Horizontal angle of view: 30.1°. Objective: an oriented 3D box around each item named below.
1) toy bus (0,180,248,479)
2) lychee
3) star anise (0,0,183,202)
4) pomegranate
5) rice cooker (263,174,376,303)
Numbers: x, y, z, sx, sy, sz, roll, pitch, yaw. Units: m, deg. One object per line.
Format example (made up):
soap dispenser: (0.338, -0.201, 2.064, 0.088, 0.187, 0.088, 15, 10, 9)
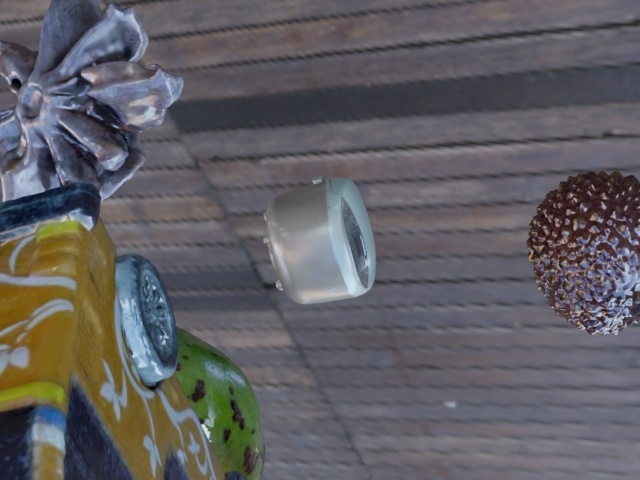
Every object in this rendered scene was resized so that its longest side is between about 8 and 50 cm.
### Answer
toy bus: (-0.116, 0.160, 0.533, 0.162, 0.194, 0.323, -15, 126, 6)
lychee: (0.314, 0.009, 1.316, 0.188, 0.188, 0.188, 9, 143, 7)
star anise: (-0.285, -0.130, 1.309, 0.360, 0.315, 0.139, -7, 158, 33)
pomegranate: (-0.171, 0.218, 1.241, 0.270, 0.254, 0.254, 43, 167, 44)
rice cooker: (0.000, 0.000, 1.410, 0.127, 0.206, 0.145, -14, 103, -1)
